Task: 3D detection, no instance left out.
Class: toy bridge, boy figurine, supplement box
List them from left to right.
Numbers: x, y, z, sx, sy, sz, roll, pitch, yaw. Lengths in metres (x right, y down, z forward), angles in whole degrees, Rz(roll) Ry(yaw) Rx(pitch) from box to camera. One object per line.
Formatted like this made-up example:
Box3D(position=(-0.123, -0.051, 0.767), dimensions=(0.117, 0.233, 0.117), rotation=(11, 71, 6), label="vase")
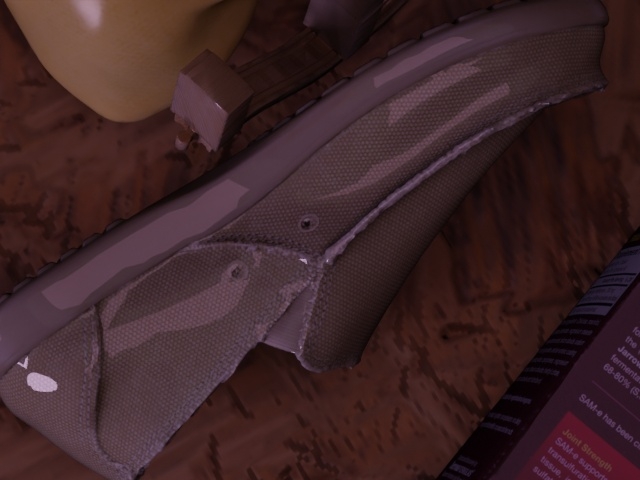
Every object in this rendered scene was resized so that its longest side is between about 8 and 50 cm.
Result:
Box3D(position=(-0.012, -0.169, 0.692), dimensions=(0.092, 0.177, 0.285), rotation=(38, 114, -6), label="boy figurine")
Box3D(position=(0.011, -0.092, 0.727), dimensions=(0.026, 0.063, 0.188), rotation=(43, 65, 9), label="toy bridge")
Box3D(position=(0.120, 0.104, 0.728), dimensions=(0.130, 0.073, 0.239), rotation=(40, 84, -3), label="supplement box")

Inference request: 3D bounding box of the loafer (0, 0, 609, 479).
Box3D(position=(0.000, 0.000, 0.713), dimensions=(0.268, 0.102, 0.092), rotation=(-32, 92, 2), label="loafer")
